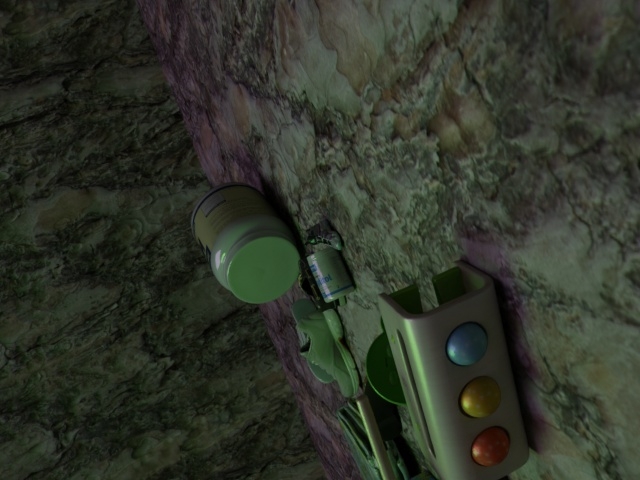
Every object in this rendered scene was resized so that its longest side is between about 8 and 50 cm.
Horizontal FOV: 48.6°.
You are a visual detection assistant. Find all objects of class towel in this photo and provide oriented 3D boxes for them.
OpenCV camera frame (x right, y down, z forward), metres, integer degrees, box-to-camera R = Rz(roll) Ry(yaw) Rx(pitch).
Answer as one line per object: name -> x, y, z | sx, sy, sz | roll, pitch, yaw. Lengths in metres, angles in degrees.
towel -> 0.171, 0.604, 1.756 | 0.320, 0.090, 0.374 | -140, 28, -70

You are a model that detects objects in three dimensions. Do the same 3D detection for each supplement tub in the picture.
supplement tub -> 0.022, 0.072, 1.505 | 0.107, 0.071, 0.071 | 65, 167, 5
supplement tub -> -0.203, 0.003, 1.927 | 0.325, 0.235, 0.235 | -130, 22, -53

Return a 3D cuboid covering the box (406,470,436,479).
box -> 0.170, 0.653, 1.395 | 0.279, 0.290, 0.177 | -142, 32, -66

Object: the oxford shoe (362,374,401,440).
oxford shoe -> 0.124, 0.354, 1.568 | 0.076, 0.076, 0.212 | -119, 12, -50

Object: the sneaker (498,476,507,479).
sneaker -> 0.272, 0.434, 1.114 | 0.192, 0.064, 0.086 | 64, 162, 0

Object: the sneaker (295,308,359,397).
sneaker -> 0.011, 0.292, 1.803 | 0.099, 0.121, 0.262 | -150, 40, -71

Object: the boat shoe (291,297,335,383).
boat shoe -> -0.008, 0.284, 1.972 | 0.084, 0.095, 0.258 | 81, 172, -59

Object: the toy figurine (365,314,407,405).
toy figurine -> 0.144, 0.208, 1.200 | 0.159, 0.130, 0.173 | 73, -169, -64

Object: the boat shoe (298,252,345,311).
boat shoe -> -0.015, 0.098, 1.700 | 0.228, 0.069, 0.081 | 45, 154, 59

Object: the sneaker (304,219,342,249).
sneaker -> 0.000, 0.000, 1.474 | 0.098, 0.069, 0.038 | 50, 159, 53

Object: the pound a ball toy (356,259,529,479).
pound a ball toy -> 0.153, 0.216, 0.914 | 0.136, 0.208, 0.319 | -141, 31, -65
